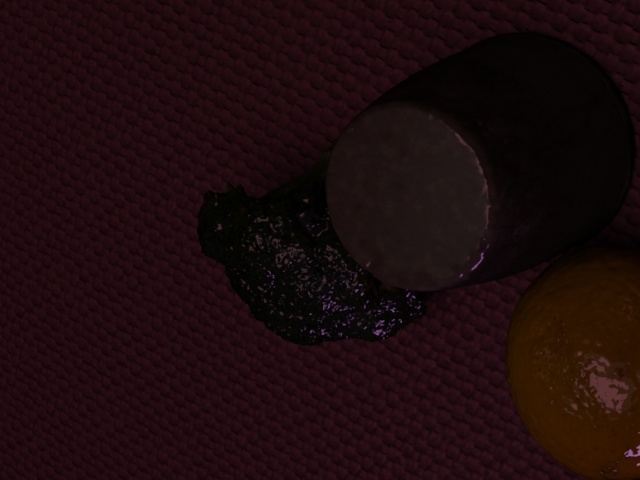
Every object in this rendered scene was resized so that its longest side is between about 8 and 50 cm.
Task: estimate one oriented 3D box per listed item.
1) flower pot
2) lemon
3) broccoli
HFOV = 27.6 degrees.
[{"bbox_3d":[0.183,-0.082,1.541,0.294,0.330,0.293,10,109,29],"label":"flower pot"},{"bbox_3d":[0.352,0.146,1.531,0.293,0.293,0.293,10,108,31],"label":"lemon"},{"bbox_3d":[0.000,0.000,1.739,0.304,0.321,0.283,13,72,41],"label":"broccoli"}]
